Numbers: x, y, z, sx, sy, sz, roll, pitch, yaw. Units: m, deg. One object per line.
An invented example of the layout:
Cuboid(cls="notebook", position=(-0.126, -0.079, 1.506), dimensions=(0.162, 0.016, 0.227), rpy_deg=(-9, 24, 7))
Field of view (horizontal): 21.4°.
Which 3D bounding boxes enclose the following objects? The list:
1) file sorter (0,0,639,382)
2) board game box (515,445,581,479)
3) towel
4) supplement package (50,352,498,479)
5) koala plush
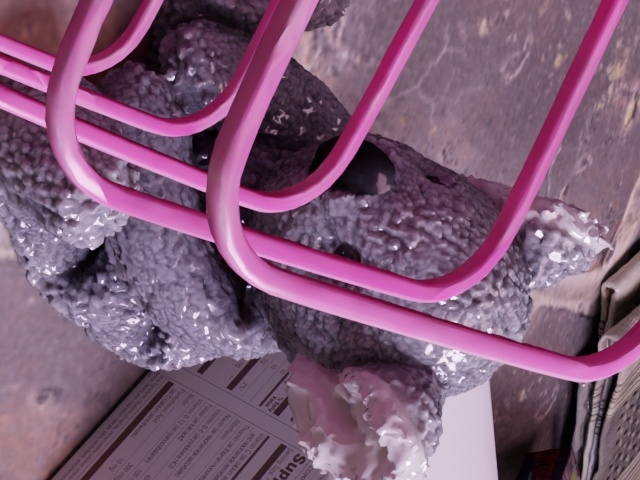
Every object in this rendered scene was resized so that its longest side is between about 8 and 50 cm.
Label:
Cuboid(cls="file sorter", position=(-0.018, -0.104, 0.506), dimensions=(0.202, 0.290, 0.182), rpy_deg=(19, 100, -47))
Cuboid(cls="board game box", position=(0.181, 0.294, 1.272), dimensions=(0.347, 0.056, 0.208), rpy_deg=(-30, 110, -76))
Cuboid(cls="towel", position=(0.310, 0.103, 1.572), dimensions=(0.324, 0.056, 0.312), rpy_deg=(-43, 149, -39))
Cuboid(cls="supplement package", position=(-0.012, 0.172, 0.946), dimensions=(0.204, 0.145, 0.262), rpy_deg=(-48, 149, -28))
Cuboid(cls="koala plush", position=(0.000, 0.000, 0.737), dimensions=(0.196, 0.221, 0.203), rpy_deg=(-47, 148, -31))
